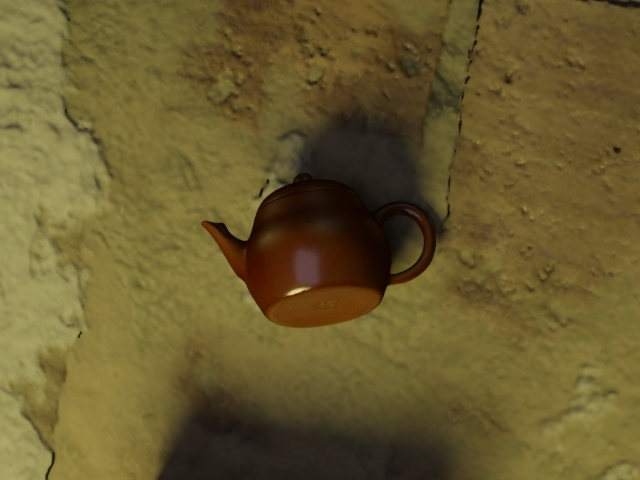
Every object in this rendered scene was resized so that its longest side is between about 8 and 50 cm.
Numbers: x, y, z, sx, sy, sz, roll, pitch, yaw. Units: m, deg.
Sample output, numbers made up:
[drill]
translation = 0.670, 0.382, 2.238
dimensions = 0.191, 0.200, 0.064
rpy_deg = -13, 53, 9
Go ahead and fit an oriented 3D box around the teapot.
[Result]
[teapot]
translation = 0.000, 0.000, 1.471
dimensions = 0.173, 0.116, 0.116
rpy_deg = -6, 94, -7
